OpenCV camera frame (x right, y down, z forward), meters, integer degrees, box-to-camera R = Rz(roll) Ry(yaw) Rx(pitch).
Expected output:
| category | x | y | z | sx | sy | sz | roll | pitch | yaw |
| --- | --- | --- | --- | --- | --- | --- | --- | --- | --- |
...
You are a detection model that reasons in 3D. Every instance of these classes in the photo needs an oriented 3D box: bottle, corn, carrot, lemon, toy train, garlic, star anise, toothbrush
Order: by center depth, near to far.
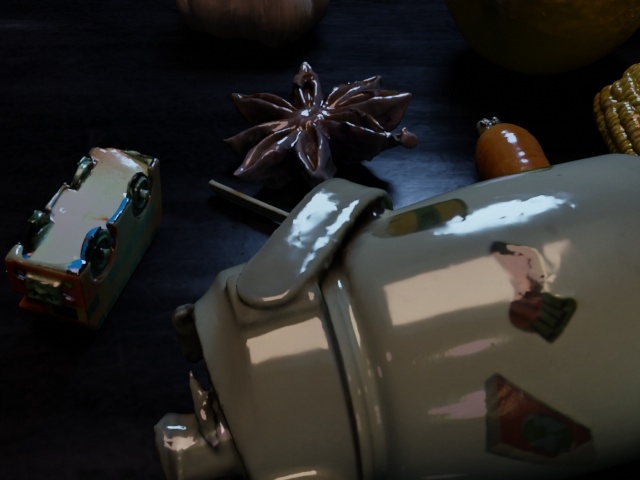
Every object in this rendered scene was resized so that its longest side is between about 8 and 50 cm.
| category | x | y | z | sx | sy | sz | roll | pitch | yaw |
| --- | --- | --- | --- | --- | --- | --- | --- | --- | --- |
| bottle | 0.064 | 0.069 | 0.477 | 0.352 | 0.229 | 0.229 | -12 | 44 | -8 |
| toy train | -0.200 | -0.006 | 0.633 | 0.072 | 0.099 | 0.188 | 11 | 43 | 8 |
| carrot | 0.220 | -0.016 | 0.668 | 0.069 | 0.069 | 0.336 | -10 | 47 | -10 |
| toothbrush | 0.003 | -0.004 | 0.682 | 0.294 | 0.026 | 0.028 | 28 | 65 | 27 |
| corn | 0.358 | -0.073 | 0.708 | 0.101 | 0.101 | 0.291 | -4 | 46 | -4 |
| star anise | 0.006 | -0.116 | 0.763 | 0.262 | 0.081 | 0.230 | 23 | 46 | 38 |
| lemon | 0.288 | -0.343 | 0.879 | 0.293 | 0.293 | 0.293 | 0 | 42 | 0 |
| garlic | -0.093 | -0.370 | 0.991 | 0.228 | 0.152 | 0.227 | -1 | 48 | 1 |
